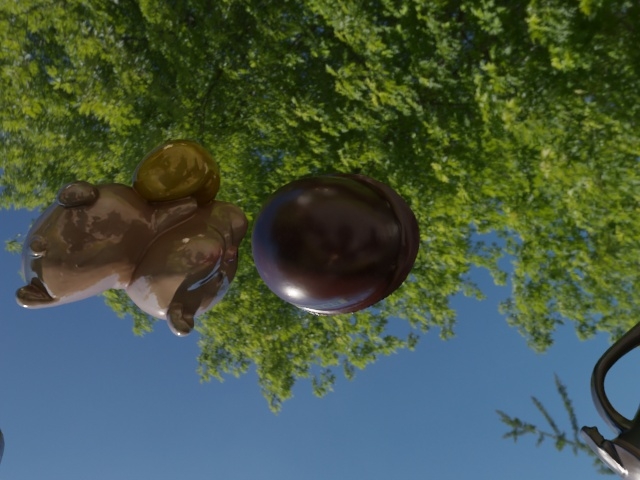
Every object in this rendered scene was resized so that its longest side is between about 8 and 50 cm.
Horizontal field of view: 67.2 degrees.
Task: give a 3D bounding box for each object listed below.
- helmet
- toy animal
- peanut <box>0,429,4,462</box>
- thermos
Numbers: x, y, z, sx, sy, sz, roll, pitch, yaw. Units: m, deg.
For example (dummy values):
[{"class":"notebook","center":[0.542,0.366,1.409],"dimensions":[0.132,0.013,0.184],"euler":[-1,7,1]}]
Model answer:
[{"class":"helmet","center":[0.000,0.000,1.038],"dimensions":[0.230,0.385,0.337],"euler":[12,-103,-67]},{"class":"toy animal","center":[-0.228,0.009,0.727],"dimensions":[0.246,0.277,0.345],"euler":[50,-157,5]},{"class":"peanut","center":[-0.372,0.228,0.495],"dimensions":[0.076,0.076,0.152],"euler":[16,-61,-32]},{"class":"thermos","center":[0.309,0.126,0.393],"dimensions":[0.193,0.137,0.105],"euler":[-34,-33,-7]}]
